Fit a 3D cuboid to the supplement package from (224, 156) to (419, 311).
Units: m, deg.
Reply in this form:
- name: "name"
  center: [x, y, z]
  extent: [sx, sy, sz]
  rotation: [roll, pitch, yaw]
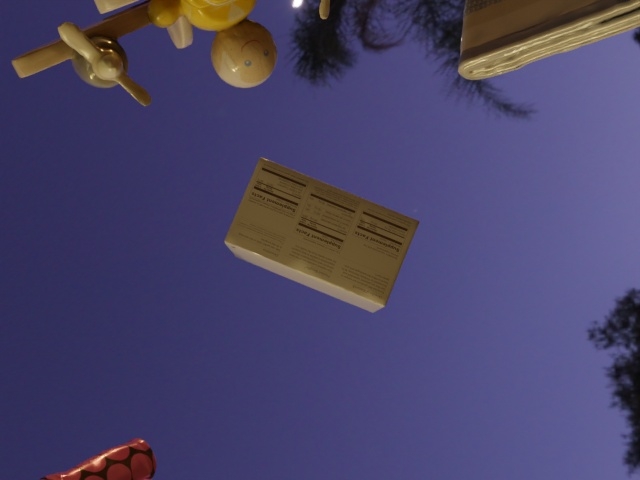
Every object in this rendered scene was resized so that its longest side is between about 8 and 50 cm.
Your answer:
- name: "supplement package"
  center: [0.000, 0.000, 1.240]
  extent: [0.261, 0.204, 0.145]
  rotation: [23, -98, 2]

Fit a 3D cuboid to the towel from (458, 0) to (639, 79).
- name: "towel"
  center: [0.246, -0.292, 0.773]
  extent: [0.034, 0.209, 0.285]
  rotation: [41, -131, -37]

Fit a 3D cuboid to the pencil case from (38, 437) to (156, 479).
- name: "pencil case"
  center: [-0.365, 0.393, 1.239]
  extent: [0.095, 0.098, 0.209]
  rotation: [39, -156, 24]

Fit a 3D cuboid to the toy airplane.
- name: "toy airplane"
  center: [-0.155, -0.315, 0.997]
  extent: [0.272, 0.386, 0.384]
  rotation: [61, -155, -4]
